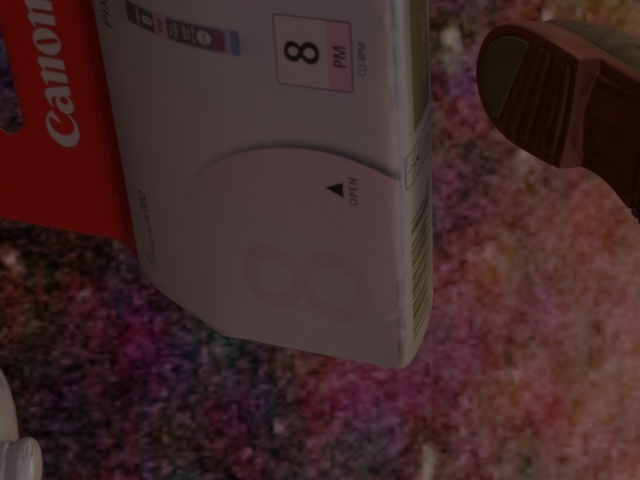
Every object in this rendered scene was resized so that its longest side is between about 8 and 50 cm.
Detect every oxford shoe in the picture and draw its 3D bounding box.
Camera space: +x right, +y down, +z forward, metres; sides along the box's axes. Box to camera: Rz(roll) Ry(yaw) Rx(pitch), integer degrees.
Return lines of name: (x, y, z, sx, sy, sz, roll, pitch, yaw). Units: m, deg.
oxford shoe: (0.308, -0.082, 1.210, 0.146, 0.397, 0.141, -18, 136, -35)

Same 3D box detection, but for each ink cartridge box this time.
ink cartridge box: (-0.069, -0.049, 0.628, 0.066, 0.232, 0.189, -68, 159, -48)

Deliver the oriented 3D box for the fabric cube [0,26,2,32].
fabric cube: (-0.351, -0.292, 1.032, 0.254, 0.258, 0.259, 15, 81, -49)

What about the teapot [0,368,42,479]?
teapot: (-0.246, 0.130, 0.829, 0.256, 0.187, 0.253, 86, 9, -53)
